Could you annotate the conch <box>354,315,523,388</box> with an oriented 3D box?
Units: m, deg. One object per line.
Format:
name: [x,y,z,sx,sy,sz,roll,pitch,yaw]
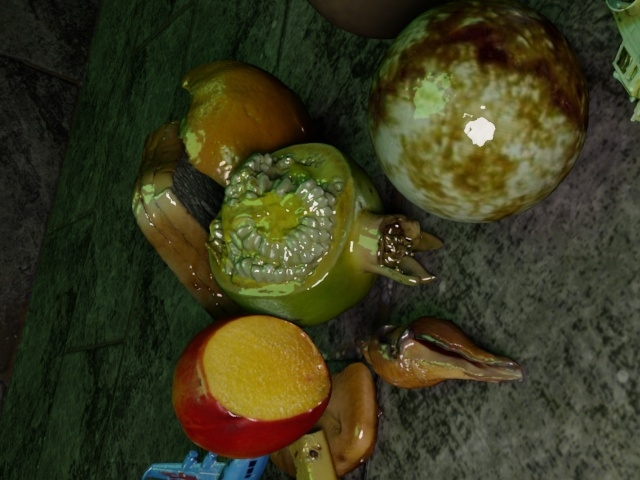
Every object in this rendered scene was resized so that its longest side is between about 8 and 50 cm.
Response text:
conch: [0.135,0.130,1.022,0.232,0.086,0.080,-18,18,40]

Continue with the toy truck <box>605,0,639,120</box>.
toy truck: [0.337,-0.155,0.800,0.135,0.128,0.260,120,151,-45]

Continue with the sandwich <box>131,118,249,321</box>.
sandwich: [-0.191,-0.047,1.403,0.099,0.271,0.301,-24,31,13]

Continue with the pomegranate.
pomegranate: [0.000,0.000,1.175,0.340,0.260,0.261,15,87,31]

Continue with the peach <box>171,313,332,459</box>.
peach: [-0.086,0.185,1.098,0.192,0.190,0.190,-24,51,27]

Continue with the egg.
egg: [0.175,-0.155,0.952,0.238,0.238,0.289,-38,26,44]

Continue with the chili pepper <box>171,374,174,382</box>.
chili pepper: [-0.164,0.209,1.444,0.270,0.099,0.136,-49,46,27]

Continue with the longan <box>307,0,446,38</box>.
longan: [0.096,-0.427,1.196,0.297,0.297,0.297,-35,46,46]

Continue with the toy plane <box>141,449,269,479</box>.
toy plane: [-0.132,0.371,1.230,0.254,0.105,0.271,35,107,15]

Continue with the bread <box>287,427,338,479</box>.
bread: [-0.002,0.364,1.100,0.088,0.049,0.226,-45,52,44]

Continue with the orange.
orange: [-0.115,-0.166,1.407,0.196,0.262,0.335,-37,32,26]

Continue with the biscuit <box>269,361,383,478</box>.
biscuit: [-0.016,0.264,1.227,0.299,0.045,0.154,-23,56,53]
